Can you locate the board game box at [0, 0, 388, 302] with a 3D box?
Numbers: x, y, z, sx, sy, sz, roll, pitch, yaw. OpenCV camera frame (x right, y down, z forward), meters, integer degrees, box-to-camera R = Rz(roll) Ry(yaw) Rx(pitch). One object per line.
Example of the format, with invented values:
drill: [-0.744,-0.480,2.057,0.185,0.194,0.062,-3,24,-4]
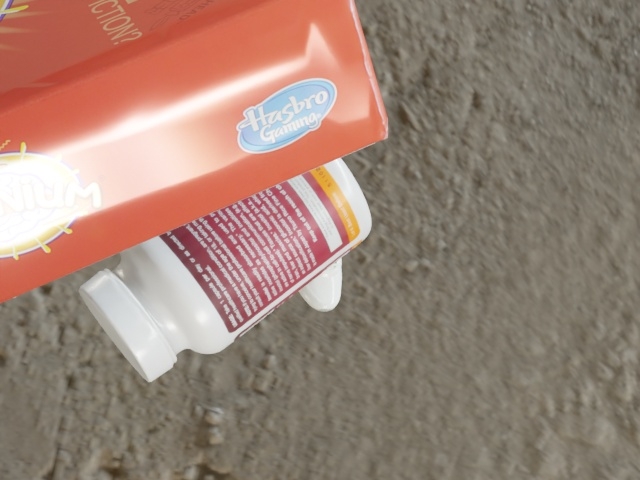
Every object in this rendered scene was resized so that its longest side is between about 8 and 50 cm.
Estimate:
board game box: [-0.167,-0.050,0.476,0.317,0.064,0.242,-24,34,-10]

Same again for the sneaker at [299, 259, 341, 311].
sneaker: [0.000,0.000,1.328,0.061,0.054,0.152,-9,87,63]

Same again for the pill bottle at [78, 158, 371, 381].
pill bottle: [-0.053,0.006,0.693,0.152,0.086,0.086,-38,63,-14]
